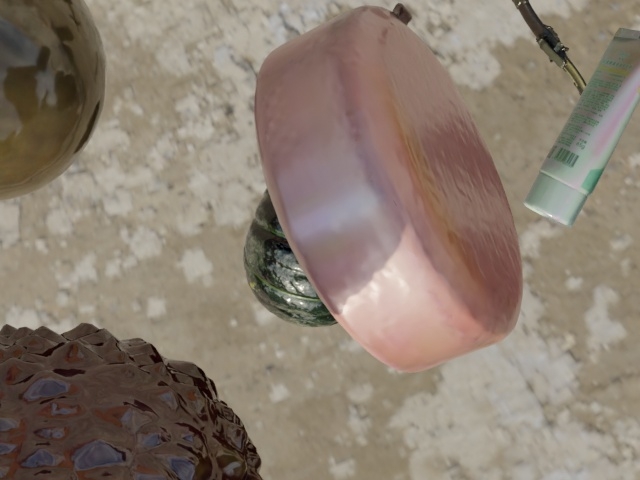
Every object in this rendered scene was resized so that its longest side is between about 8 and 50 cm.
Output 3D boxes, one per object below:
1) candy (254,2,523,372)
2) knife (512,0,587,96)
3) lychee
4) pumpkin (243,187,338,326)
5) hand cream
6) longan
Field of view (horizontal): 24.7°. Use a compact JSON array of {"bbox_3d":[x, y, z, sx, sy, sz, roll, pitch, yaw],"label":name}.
[{"bbox_3d":[0.049,-0.041,0.979,0.094,0.255,0.255,-24,123,21],"label":"candy"},{"bbox_3d":[0.290,-0.258,1.870,0.021,0.045,0.222,-28,90,-38],"label":"knife"},{"bbox_3d":[-0.164,0.162,0.766,0.271,0.271,0.271,-6,119,-11],"label":"lychee"},{"bbox_3d":[0.000,0.000,1.798,0.161,0.220,0.221,27,114,16],"label":"pumpkin"},{"bbox_3d":[0.230,-0.097,1.216,0.047,0.076,0.174,26,92,-26],"label":"hand cream"},{"bbox_3d":[-0.323,-0.158,1.331,0.258,0.258,0.258,-6,119,-11],"label":"longan"}]
